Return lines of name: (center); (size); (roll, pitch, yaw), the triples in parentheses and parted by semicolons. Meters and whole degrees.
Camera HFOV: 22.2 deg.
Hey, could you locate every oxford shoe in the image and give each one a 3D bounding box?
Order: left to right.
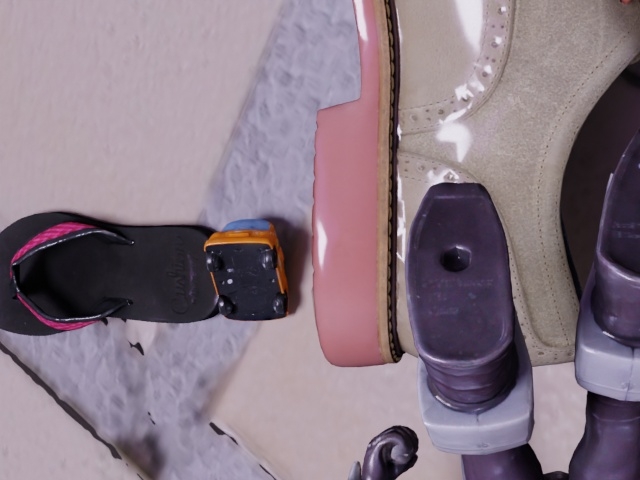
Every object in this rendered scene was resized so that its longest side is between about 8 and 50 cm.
oxford shoe: (0.074, -0.117, 0.667); (0.130, 0.123, 0.348); (5, 100, 11)

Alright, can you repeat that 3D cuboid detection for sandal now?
sandal: (-0.126, 0.018, 0.861); (0.179, 0.040, 0.067); (-4, 95, 37)

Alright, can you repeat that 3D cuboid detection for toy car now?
toy car: (0.000, 0.000, 0.779); (0.122, 0.060, 0.040); (-16, 42, 21)

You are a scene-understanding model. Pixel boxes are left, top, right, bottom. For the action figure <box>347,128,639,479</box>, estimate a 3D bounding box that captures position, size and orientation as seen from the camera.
action figure: (0.092, 0.096, 0.631); (0.185, 0.099, 0.285); (-4, 134, 1)
